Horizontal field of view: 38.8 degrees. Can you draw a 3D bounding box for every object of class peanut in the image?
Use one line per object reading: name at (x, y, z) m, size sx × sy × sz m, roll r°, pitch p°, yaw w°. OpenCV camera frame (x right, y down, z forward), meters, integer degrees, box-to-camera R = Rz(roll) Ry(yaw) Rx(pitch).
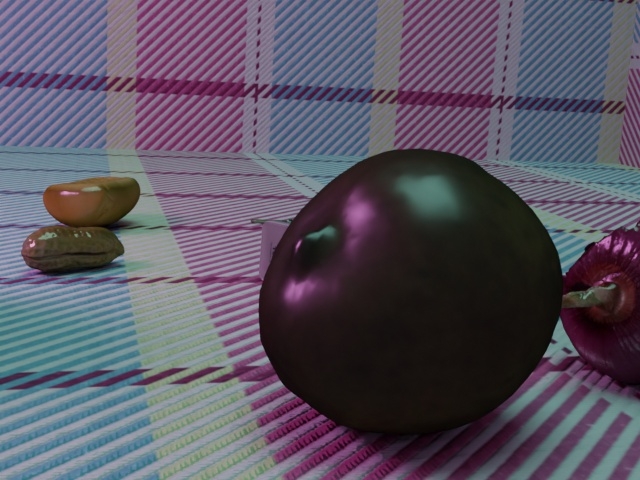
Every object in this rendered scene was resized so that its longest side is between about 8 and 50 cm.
peanut at (-0.401, 0.011, 1.472) m, size 0.174 × 0.080 × 0.080 m, roll -2°, pitch 12°, yaw -41°

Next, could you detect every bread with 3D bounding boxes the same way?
bread at (-0.456, -0.076, 1.830) m, size 0.147 × 0.098 × 0.217 m, roll 5°, pitch 9°, yaw 16°

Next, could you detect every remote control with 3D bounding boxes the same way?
remote control at (0.006, 0.035, 1.390) m, size 0.250 × 0.103 × 0.034 m, roll 13°, pitch 13°, yaw 38°

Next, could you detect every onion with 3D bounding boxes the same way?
onion at (0.387, 0.075, 1.054) m, size 0.200 × 0.207 × 0.200 m, roll 46°, pitch 12°, yaw -13°

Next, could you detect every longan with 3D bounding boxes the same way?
longan at (0.082, 0.054, 0.892) m, size 0.297 × 0.297 × 0.297 m, roll 3°, pitch 11°, yaw -1°

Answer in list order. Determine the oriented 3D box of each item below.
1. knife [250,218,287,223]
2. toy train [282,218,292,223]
knife at (-0.049, -0.039, 1.975) m, size 0.207 × 0.014 × 0.030 m, roll 3°, pitch 13°, yaw 2°
toy train at (0.000, 0.000, 1.661) m, size 0.178 × 0.071 × 0.104 m, roll 6°, pitch 1°, yaw 23°
